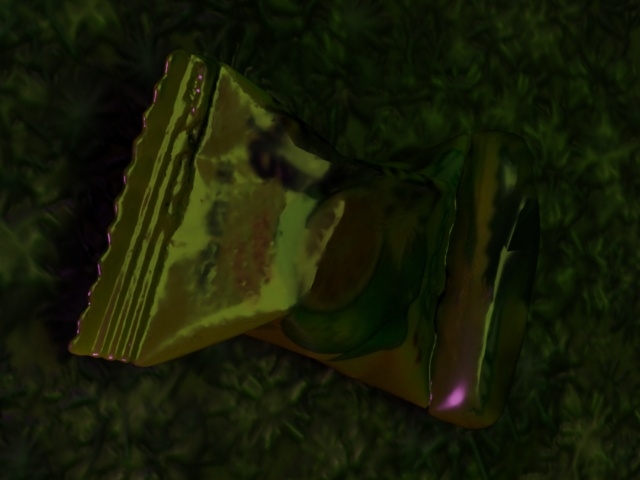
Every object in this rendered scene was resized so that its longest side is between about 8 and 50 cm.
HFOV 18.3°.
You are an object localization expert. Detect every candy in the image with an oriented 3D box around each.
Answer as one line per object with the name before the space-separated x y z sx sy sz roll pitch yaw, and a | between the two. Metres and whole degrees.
candy | 0.000 0.000 0.922 0.246 0.069 0.149 14 84 -43
